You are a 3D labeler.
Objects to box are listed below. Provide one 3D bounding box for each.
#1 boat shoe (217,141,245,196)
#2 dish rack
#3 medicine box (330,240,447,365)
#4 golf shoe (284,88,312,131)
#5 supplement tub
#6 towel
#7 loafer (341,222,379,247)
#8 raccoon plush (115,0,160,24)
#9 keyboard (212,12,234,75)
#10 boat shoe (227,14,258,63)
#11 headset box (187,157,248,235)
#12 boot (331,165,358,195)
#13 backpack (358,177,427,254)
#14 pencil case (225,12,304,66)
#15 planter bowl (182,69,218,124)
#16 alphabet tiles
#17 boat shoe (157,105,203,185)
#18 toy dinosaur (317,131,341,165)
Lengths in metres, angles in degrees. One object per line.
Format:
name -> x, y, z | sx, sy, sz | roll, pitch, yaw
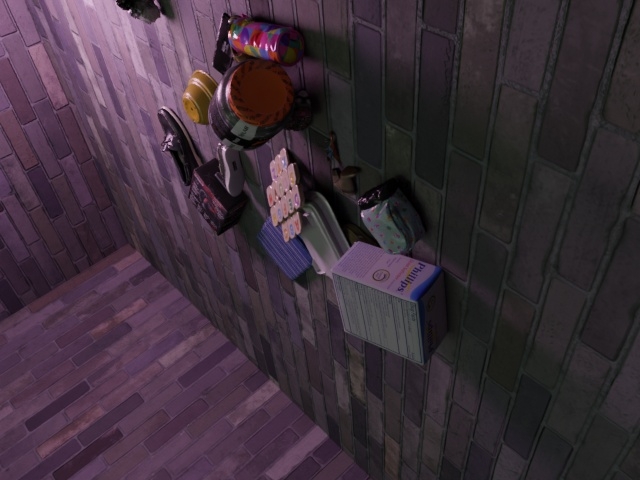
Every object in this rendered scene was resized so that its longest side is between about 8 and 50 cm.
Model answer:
boat shoe -> -0.333, -0.267, 2.288 | 0.070, 0.077, 0.219 | 32, 138, 37
dish rack -> 0.000, 0.000, 2.005 | 0.333, 0.072, 0.285 | 62, 161, -17
medicine box -> 0.200, 0.177, 1.782 | 0.289, 0.149, 0.264 | 19, 138, 33
golf shoe -> -0.061, -0.361, 1.741 | 0.186, 0.067, 0.086 | 155, 118, -72
supplement tub -> -0.189, -0.366, 1.688 | 0.207, 0.207, 0.338 | 58, 167, -8
towel -> -0.130, 0.023, 2.346 | 0.243, 0.040, 0.336 | 52, 156, 1
loafer -> 0.112, -0.001, 1.880 | 0.148, 0.050, 0.056 | 35, 148, 34
raccoon plush -> -0.614, -0.931, 1.922 | 0.446, 0.216, 0.299 | 34, 149, -28
keyboard -> -0.264, -0.572, 1.840 | 0.100, 0.038, 0.192 | 43, 141, 14
boat shoe -> -0.227, -0.533, 1.757 | 0.068, 0.072, 0.190 | -4, 130, 19
headset box -> -0.413, -0.176, 2.483 | 0.218, 0.110, 0.293 | 51, 154, 6
boot -> 0.080, -0.165, 1.757 | 0.118, 0.042, 0.087 | 17, 142, 53
backpack -> 0.187, -0.056, 1.617 | 0.182, 0.115, 0.152 | 55, 152, -9
pencil case -> -0.147, -0.526, 1.628 | 0.236, 0.104, 0.104 | 31, 146, 39
planter bowl -> -0.414, -0.471, 2.153 | 0.217, 0.090, 0.217 | 39, 150, 27
alphabet tiles -> -0.116, -0.142, 1.994 | 0.284, 0.021, 0.278 | 149, 111, -65
boat shoe -> -0.593, -0.376, 2.540 | 0.127, 0.113, 0.340 | 13, 132, 54
toy dinosaur -> 0.034, -0.263, 1.733 | 0.090, 0.047, 0.082 | 21, 143, -7
